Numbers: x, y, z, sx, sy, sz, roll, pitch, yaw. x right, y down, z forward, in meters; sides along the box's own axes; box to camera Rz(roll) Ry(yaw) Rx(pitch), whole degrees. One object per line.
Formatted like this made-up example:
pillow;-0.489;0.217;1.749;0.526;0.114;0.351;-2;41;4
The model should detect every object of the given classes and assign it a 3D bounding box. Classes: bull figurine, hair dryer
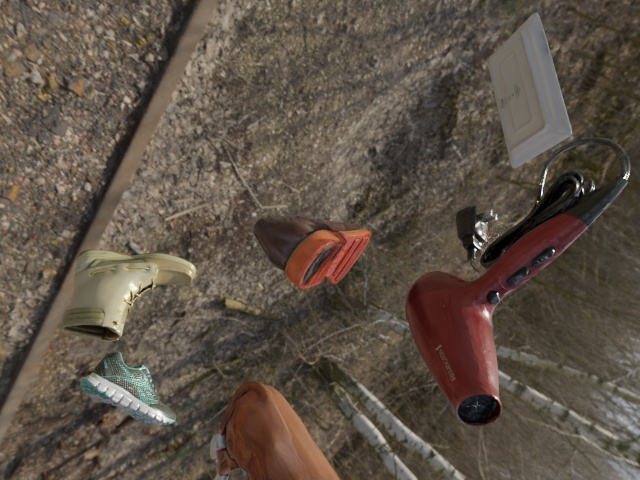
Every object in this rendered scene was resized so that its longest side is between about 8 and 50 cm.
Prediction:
bull figurine;-0.028;0.320;0.500;0.101;0.310;0.188;-3;139;-48
hair dryer;0.165;0.032;0.420;0.293;0.080;0.223;-64;-172;-27

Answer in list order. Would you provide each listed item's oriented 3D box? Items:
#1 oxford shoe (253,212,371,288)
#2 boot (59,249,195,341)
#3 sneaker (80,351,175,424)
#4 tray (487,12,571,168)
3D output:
oxford shoe;0.000;0.000;0.611;0.097;0.098;0.271;-56;163;8
boot;-0.421;0.126;0.961;0.262;0.203;0.095;7;138;-20
sneaker;-0.294;0.240;0.693;0.166;0.065;0.076;48;44;-29
tray;0.397;-0.295;0.848;0.030;0.270;0.145;0;163;-19
